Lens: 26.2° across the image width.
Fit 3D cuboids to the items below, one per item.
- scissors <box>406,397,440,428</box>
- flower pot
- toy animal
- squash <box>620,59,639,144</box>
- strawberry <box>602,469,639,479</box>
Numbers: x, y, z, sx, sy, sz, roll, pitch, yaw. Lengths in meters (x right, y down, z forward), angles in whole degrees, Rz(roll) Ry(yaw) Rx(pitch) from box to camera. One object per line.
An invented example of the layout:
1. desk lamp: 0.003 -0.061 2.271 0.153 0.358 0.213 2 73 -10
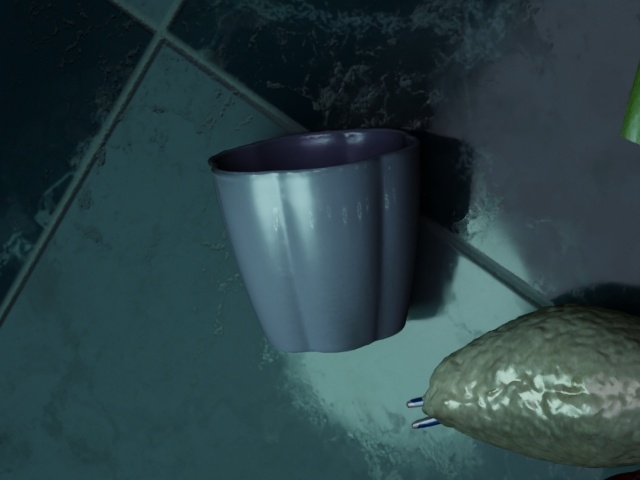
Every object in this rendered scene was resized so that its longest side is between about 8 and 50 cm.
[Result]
1. scissors: 0.165 0.214 1.756 0.113 0.012 0.039 -13 89 21
2. flower pot: 0.000 0.000 1.695 0.265 0.265 0.243 1 107 21
3. toy animal: 0.308 0.167 1.578 0.358 0.226 0.188 4 89 40
4. squash: 0.496 -0.259 1.471 0.263 0.263 0.385 17 99 19
5. strawberry: 0.383 0.391 1.553 0.274 0.274 0.220 46 114 12
